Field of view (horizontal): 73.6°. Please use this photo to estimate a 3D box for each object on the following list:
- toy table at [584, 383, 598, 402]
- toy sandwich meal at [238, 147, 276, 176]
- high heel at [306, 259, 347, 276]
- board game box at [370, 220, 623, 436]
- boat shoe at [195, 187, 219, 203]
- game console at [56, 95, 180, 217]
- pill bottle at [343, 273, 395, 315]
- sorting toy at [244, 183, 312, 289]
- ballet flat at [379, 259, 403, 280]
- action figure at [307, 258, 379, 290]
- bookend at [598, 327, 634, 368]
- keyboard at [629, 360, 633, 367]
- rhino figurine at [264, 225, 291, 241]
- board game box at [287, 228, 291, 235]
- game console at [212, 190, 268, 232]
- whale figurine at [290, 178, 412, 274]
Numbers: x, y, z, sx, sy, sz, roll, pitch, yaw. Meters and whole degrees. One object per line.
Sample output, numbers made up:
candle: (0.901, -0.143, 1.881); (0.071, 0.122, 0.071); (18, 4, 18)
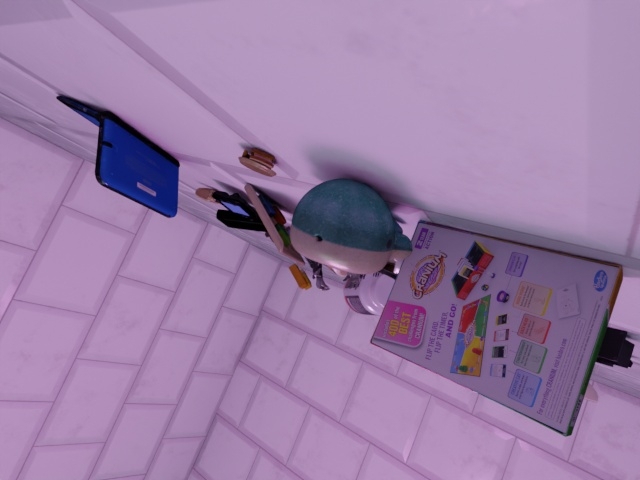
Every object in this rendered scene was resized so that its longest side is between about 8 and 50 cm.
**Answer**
toy table: (0.773, 0.410, 1.403); (0.252, 0.161, 0.274); (5, 156, 44)
toy sandwich meal: (-0.115, -0.147, 0.799); (0.085, 0.029, 0.085); (23, 177, 1)
high heel: (0.039, 0.055, 1.707); (0.261, 0.093, 0.186); (10, -154, -30)
board game box: (0.263, 0.117, 0.685); (0.316, 0.242, 0.064); (18, 172, 40)
boat shoe: (-0.357, -0.150, 1.451); (0.135, 0.050, 0.045); (14, 171, -11)
game console: (-0.516, -0.204, 1.102); (0.173, 0.250, 0.293); (-7, 164, 14)
pill bottle: (0.211, 0.195, 1.620); (0.176, 0.176, 0.318); (24, 168, -9)
sorting toy: (-0.093, 0.000, 1.167); (0.307, 0.041, 0.229); (59, -177, 19)
ballet flat: (0.203, 0.059, 1.057); (0.096, 0.095, 0.280); (42, 164, -30)
action figure: (0.053, 0.073, 1.195); (0.275, 0.141, 0.164); (7, 173, -38)
bookend: (0.691, 0.260, 1.044); (0.156, 0.072, 0.157); (26, 172, -25)
keyboard: (0.809, 0.308, 1.242); (0.192, 0.038, 0.100); (21, -164, 12)
rhino figurine: (-0.102, -0.004, 1.605); (0.243, 0.073, 0.106); (17, 167, 31)
board game box: (0.000, 0.000, 1.365); (0.194, 0.060, 0.194); (25, 171, -16)
game console: (-0.267, -0.091, 1.427); (0.213, 0.044, 0.361); (7, 168, 10)
whale figurine: (0.066, -0.037, 0.753); (0.216, 0.141, 0.272); (20, -164, 27)
